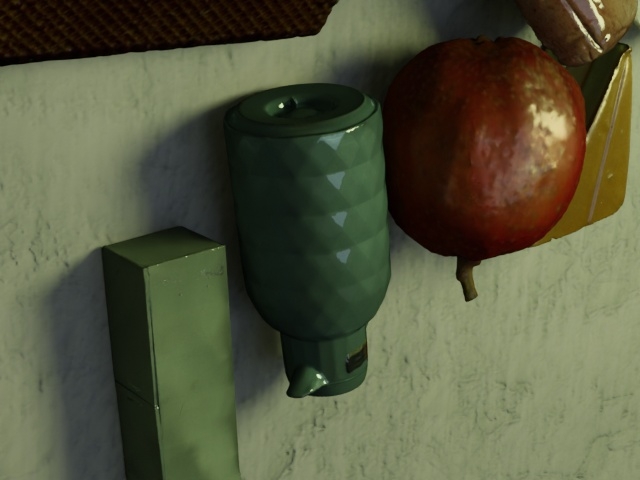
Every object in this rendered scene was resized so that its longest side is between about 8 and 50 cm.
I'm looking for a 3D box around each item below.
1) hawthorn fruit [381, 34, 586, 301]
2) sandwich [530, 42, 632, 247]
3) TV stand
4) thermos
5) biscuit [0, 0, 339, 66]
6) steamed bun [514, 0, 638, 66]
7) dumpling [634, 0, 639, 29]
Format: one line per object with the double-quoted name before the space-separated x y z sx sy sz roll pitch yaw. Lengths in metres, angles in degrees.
"hawthorn fruit" 0.153 -0.068 1.601 0.205 0.205 0.253 5 87 -37
"sandwich" 0.230 -0.107 1.703 0.144 0.117 0.187 -17 115 -34
"TV stand" -0.136 0.131 1.543 0.088 0.082 0.270 -16 113 -33
"thermos" 0.000 0.000 1.570 0.182 0.145 0.287 -44 135 -54
"biscuit" -0.151 -0.215 1.397 0.388 0.073 0.107 -11 148 -33
"steamed bun" 0.242 -0.253 1.642 0.145 0.106 0.175 54 31 -21
"dumpling" 0.403 -0.392 1.701 0.260 0.181 0.341 29 130 -12
